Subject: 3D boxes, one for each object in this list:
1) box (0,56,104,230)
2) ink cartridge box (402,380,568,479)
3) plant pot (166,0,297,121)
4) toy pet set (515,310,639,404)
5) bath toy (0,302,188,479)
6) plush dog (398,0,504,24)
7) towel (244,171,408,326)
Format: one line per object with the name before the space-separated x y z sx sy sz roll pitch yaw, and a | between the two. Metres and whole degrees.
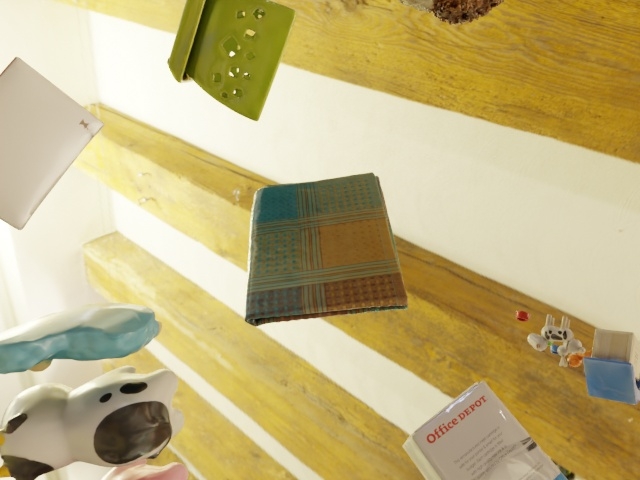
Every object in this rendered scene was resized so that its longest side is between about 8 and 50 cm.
box | -0.316 -0.094 0.501 0.091 0.130 0.170 41 -19 -33
ink cartridge box | 0.228 0.316 0.672 0.191 0.139 0.082 51 -21 26
plant pot | -0.185 -0.398 1.026 0.207 0.227 0.228 19 -74 -12
toy pet set | 0.275 0.131 0.519 0.114 0.065 0.122 -2 -29 48
bath toy | -0.196 0.238 0.434 0.151 0.129 0.349 -8 -83 18
plush dog | 0.144 -0.389 0.598 0.262 0.226 0.210 35 -11 -8
towel | 0.000 0.000 0.912 0.271 0.370 0.040 -7 -50 1
